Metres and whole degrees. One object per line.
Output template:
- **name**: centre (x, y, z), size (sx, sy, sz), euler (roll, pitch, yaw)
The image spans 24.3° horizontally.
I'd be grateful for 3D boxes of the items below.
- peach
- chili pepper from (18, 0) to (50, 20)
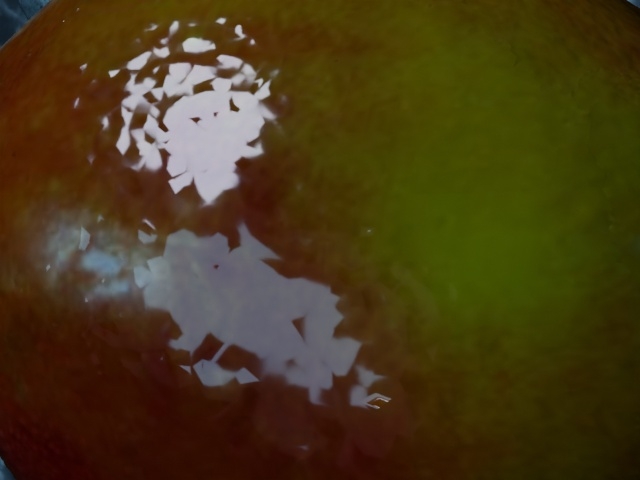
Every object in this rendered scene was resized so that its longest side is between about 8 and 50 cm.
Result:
- **peach**: centre (0.000, 0.000, 0.661), size (0.380, 0.242, 0.306), euler (-1, 95, 15)
- **chili pepper**: centre (-0.164, -0.151, 0.953), size (0.050, 0.041, 0.153), euler (-29, 70, -12)
